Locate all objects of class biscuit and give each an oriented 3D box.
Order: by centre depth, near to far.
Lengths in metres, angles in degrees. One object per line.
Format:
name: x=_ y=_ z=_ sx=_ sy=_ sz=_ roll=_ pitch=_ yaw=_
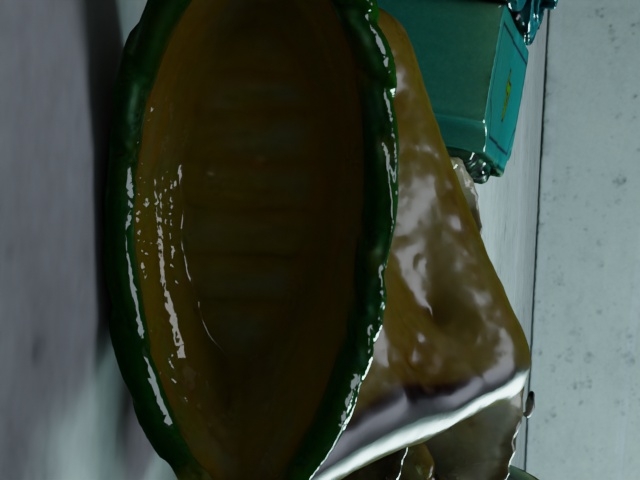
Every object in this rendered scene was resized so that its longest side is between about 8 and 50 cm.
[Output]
biscuit: x=0.000 y=0.000 z=0.609 sx=0.174 sy=0.039 sz=0.183 roll=-15 pitch=85 yaw=-43

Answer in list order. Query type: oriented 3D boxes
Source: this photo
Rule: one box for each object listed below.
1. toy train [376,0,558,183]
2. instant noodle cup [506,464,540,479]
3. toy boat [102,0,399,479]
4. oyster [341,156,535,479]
toy train: x=0.068 y=-0.112 z=0.873 sx=0.198 sy=0.107 sz=0.154 roll=23 pitch=78 yaw=-78
instant noodle cup: x=0.087 y=0.212 z=0.882 sx=0.144 sy=0.182 sz=0.182 roll=68 pitch=26 yaw=-48
toy boat: x=-0.021 y=-0.003 z=0.471 sx=0.088 sy=0.089 sz=0.229 roll=-98 pitch=-169 yaw=-72
oyster: x=0.033 y=0.139 z=0.732 sx=0.166 sy=0.110 sz=0.341 roll=-48 pitch=137 yaw=-62
